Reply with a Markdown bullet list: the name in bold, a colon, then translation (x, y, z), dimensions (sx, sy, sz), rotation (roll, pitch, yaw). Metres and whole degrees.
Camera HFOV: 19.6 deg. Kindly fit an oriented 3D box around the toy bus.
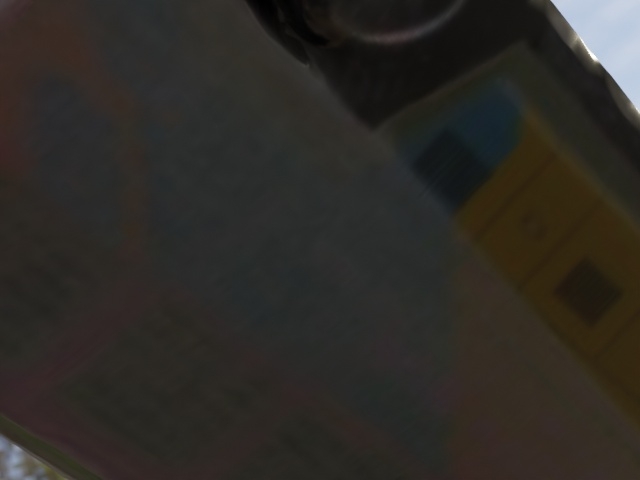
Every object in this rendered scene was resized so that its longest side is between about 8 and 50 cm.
- **toy bus**: translation (0.000, 0.000, 0.490), dimensions (0.162, 0.171, 0.386), rotation (-44, -46, 5)
